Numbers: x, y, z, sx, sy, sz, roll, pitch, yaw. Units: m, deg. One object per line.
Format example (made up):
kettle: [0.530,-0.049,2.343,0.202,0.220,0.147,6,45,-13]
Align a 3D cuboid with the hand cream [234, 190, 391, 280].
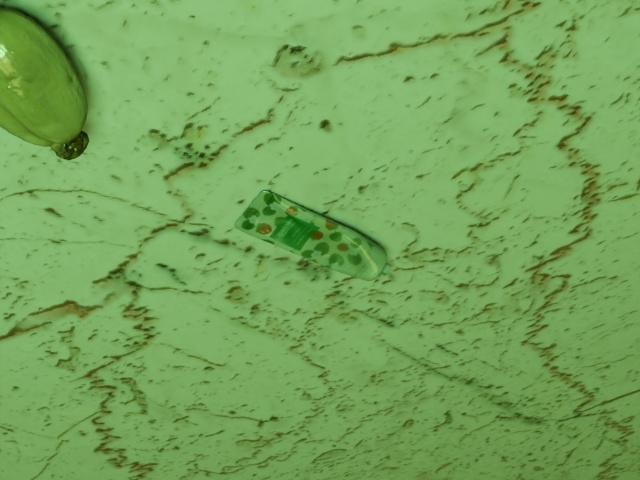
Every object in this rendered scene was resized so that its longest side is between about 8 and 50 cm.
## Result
hand cream: [0.000,0.000,0.808,0.165,0.037,0.057,23,129,-27]

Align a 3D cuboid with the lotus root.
lotus root: [-0.212,-0.117,0.587,0.073,0.062,0.150,0,143,22]
